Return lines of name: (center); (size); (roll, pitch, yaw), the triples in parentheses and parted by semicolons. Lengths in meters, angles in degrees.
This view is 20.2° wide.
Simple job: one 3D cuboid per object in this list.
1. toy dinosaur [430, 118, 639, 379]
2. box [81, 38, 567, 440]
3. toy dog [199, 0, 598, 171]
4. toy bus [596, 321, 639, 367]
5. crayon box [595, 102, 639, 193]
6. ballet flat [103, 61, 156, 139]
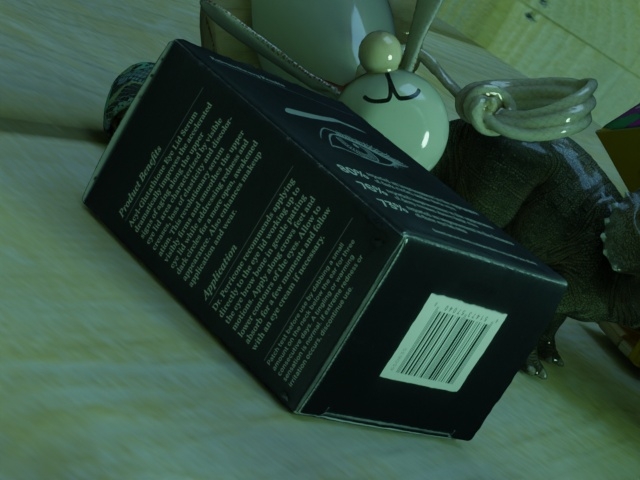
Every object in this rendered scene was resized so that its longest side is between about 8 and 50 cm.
toy dinosaur: (0.144, -0.012, 1.221); (0.313, 0.160, 0.121); (39, 14, 25)
box: (0.000, 0.000, 0.958); (0.153, 0.108, 0.207); (16, 19, -49)
toy dog: (0.015, -0.156, 1.208); (0.220, 0.161, 0.333); (-20, 23, -28)
toy bus: (0.316, 0.073, 1.426); (0.191, 0.104, 0.202); (36, 14, 15)
crayon box: (0.359, 0.031, 1.149); (0.313, 0.106, 0.363); (57, -13, -9)
ballet flat: (-0.055, -0.040, 1.117); (0.188, 0.070, 0.070); (30, 13, 2)
